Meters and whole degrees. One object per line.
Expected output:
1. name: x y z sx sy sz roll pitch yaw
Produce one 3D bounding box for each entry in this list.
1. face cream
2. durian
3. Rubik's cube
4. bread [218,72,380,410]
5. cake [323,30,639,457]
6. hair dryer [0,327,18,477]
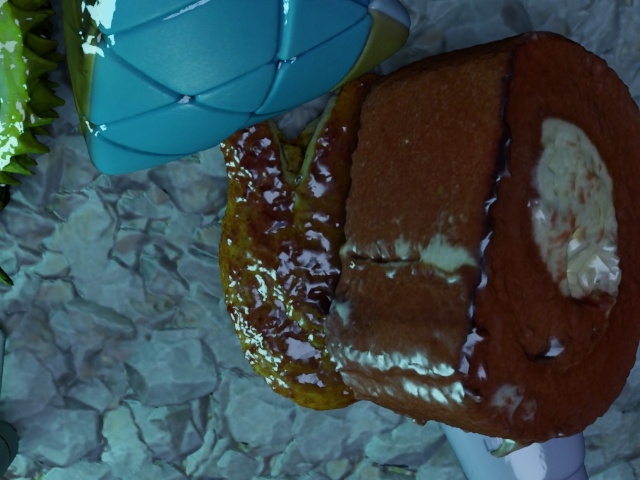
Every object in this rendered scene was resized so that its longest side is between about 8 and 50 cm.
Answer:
1. face cream: 0.154 0.125 0.709 0.154 0.096 0.273 -19 96 4
2. durian: -0.225 -0.115 0.549 0.132 0.106 0.375 13 119 -8
3. Rubik's cube: -0.061 -0.127 0.554 0.254 0.254 0.254 -2 109 -5
4. bread: -0.008 0.004 0.643 0.139 0.095 0.268 -7 105 -11
5. cake: 0.123 0.003 0.591 0.177 0.151 0.282 12 82 -39
6. hair dryer: -0.271 0.132 0.676 0.047 0.082 0.137 6 93 -7
